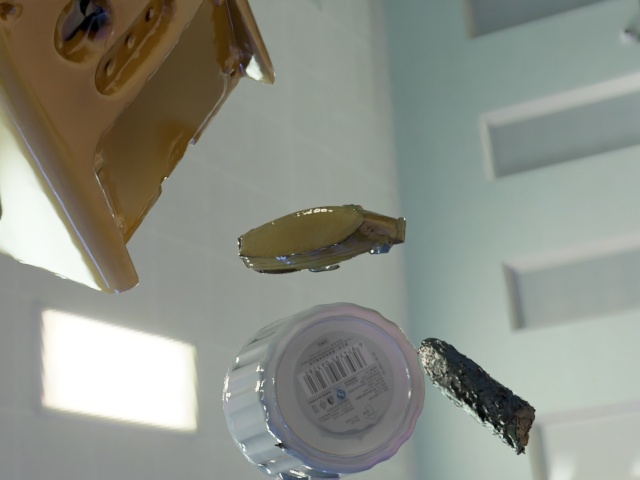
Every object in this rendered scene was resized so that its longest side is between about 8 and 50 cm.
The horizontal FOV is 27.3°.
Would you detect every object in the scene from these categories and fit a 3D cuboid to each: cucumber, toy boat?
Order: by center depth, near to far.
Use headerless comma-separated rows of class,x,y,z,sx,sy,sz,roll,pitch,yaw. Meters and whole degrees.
toy boat,0.000,0.000,1.078,0.049,0.149,0.047,35,-130,-51
cucumber,0.154,0.151,1.333,0.053,0.181,0.053,-20,-52,-28

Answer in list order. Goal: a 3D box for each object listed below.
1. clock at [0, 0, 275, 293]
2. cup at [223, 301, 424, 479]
clock,-0.167,-0.151,0.769,0.244,0.200,0.317,-61,-19,-27
cup,0.014,0.165,1.212,0.221,0.167,0.202,65,167,5
